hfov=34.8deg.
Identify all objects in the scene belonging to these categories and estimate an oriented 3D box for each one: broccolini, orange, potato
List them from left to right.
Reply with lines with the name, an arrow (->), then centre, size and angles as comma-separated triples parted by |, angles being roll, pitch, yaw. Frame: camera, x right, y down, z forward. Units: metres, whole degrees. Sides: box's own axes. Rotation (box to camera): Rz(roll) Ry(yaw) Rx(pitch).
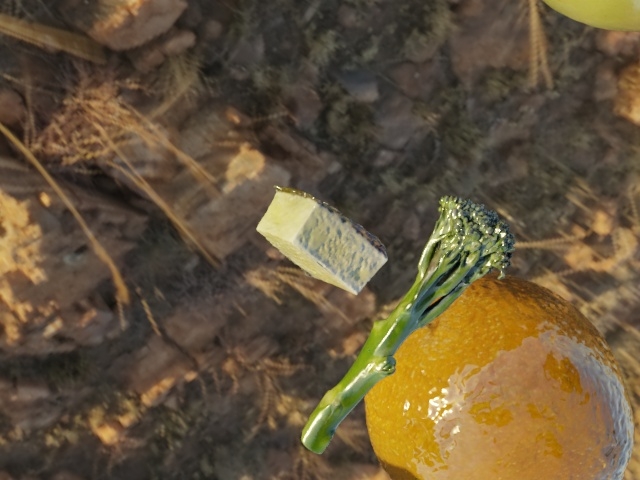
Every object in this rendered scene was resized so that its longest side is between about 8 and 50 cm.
potato -> -0.001, -0.001, 1.026 | 0.122, 0.086, 0.061 | 38, 76, -40
broccolini -> 0.059, 0.065, 0.736 | 0.216, 0.067, 0.058 | -55, 179, 15
orange -> 0.228, 0.218, 1.298 | 0.322, 0.322, 0.357 | -42, 113, -5

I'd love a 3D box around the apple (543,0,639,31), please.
apple -> 0.284, -0.318, 0.904 | 0.262, 0.262, 0.262 | -22, 134, -25
